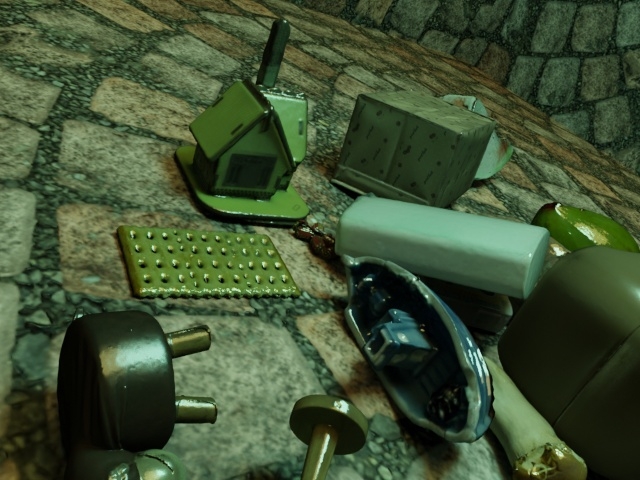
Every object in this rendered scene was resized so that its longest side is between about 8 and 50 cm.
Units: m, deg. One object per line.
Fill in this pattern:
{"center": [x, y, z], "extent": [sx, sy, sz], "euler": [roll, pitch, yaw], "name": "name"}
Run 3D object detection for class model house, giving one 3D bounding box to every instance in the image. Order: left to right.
{"center": [-0.089, -0.195, 0.903], "extent": [0.205, 0.278, 0.218], "euler": [2, 36, -34], "name": "model house"}

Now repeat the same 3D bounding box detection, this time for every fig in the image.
{"center": [0.500, 0.018, 1.094], "extent": [0.225, 0.203, 0.203], "euler": [60, 23, -18], "name": "fig"}

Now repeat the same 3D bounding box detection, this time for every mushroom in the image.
{"center": [0.236, 0.225, 0.710], "extent": [0.071, 0.084, 0.209], "euler": [61, 0, -37], "name": "mushroom"}

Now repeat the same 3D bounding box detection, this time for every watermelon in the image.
{"center": [0.354, -0.294, 1.489], "extent": [0.320, 0.213, 0.289], "euler": [-10, 43, -31], "name": "watermelon"}

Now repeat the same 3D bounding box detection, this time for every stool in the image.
{"center": [-0.151, 0.144, 0.466], "extent": [0.121, 0.125, 0.217], "euler": [5, 45, -37], "name": "stool"}

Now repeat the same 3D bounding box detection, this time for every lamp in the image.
{"center": [-0.014, 0.225, 0.436], "extent": [0.121, 0.121, 0.214], "euler": [26, 41, -2], "name": "lamp"}
{"center": [0.000, 0.000, 0.913], "extent": [0.063, 0.031, 0.083], "euler": [-7, 48, -44], "name": "lamp"}

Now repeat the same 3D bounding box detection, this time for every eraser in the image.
{"center": [0.186, 0.002, 0.874], "extent": [0.290, 0.104, 0.189], "euler": [13, 13, 26], "name": "eraser"}

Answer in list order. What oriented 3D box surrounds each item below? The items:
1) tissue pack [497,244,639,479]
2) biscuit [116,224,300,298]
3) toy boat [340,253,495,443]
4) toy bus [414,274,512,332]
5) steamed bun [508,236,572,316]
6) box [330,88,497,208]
{"center": [0.466, 0.169, 0.774], "extent": [0.387, 0.267, 0.276], "euler": [4, 37, -36], "name": "tissue pack"}
{"center": [-0.147, 0.027, 0.763], "extent": [0.232, 0.016, 0.139], "euler": [4, 38, -35], "name": "biscuit"}
{"center": [0.102, 0.118, 0.698], "extent": [0.143, 0.129, 0.309], "euler": [22, 24, -40], "name": "toy boat"}
{"center": [0.225, 0.099, 0.911], "extent": [0.172, 0.057, 0.072], "euler": [16, 34, -16], "name": "toy bus"}
{"center": [0.387, 0.080, 0.974], "extent": [0.175, 0.145, 0.106], "euler": [43, -6, 2], "name": "steamed bun"}
{"center": [0.203, -0.192, 1.187], "extent": [0.225, 0.190, 0.297], "euler": [26, 28, 20], "name": "box"}
